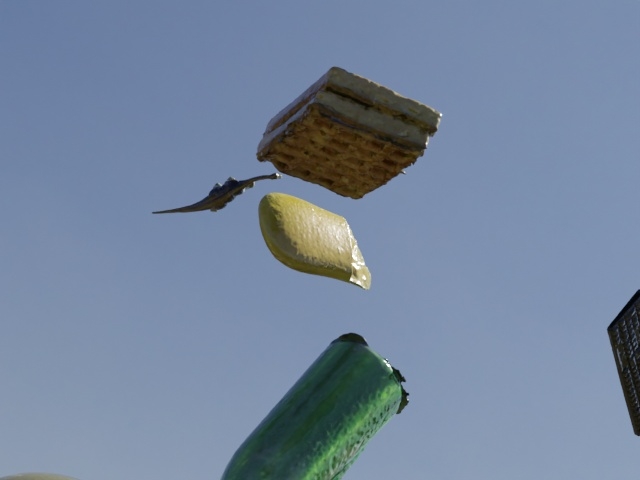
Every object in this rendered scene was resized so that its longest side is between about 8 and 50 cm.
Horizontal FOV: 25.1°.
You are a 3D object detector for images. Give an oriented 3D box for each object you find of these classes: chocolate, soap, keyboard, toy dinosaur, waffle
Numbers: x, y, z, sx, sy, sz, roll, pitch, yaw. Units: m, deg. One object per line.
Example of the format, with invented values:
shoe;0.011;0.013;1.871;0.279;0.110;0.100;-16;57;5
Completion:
chocolate;-0.031;0.216;1.421;0.110;0.291;0.110;22;-48;26
soap;0.000;0.000;1.495;0.168;0.089;0.033;15;-34;-43
keyboard;0.341;0.134;1.538;0.013;0.061;0.204;29;-24;38
toy dinosaur;-0.131;-0.061;1.902;0.180;0.037;0.058;-26;-2;15
waffle;0.019;-0.080;1.122;0.102;0.042;0.148;20;-19;-15

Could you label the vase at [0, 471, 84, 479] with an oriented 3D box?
vase;-0.255;0.352;1.572;0.302;0.241;0.329;-6;12;-9
